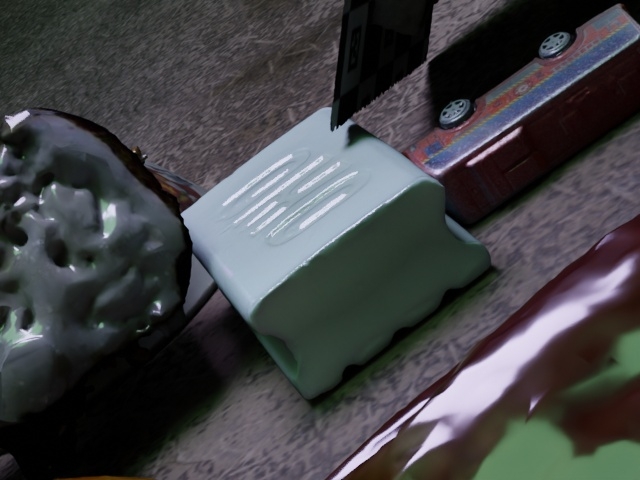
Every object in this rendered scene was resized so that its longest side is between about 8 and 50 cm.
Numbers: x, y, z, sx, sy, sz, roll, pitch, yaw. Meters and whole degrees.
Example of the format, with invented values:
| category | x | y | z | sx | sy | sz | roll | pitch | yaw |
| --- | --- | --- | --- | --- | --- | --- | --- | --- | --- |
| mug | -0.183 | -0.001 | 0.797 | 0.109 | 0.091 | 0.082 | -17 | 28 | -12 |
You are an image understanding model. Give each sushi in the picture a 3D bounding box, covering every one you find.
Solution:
| category | x | y | z | sx | sy | sz | roll | pitch | yaw |
| --- | --- | --- | --- | --- | --- | --- | --- | --- | --- |
| sushi | -0.243 | 0.069 | 1.447 | 0.348 | 0.234 | 0.207 | -33 | 0 | -8 |
| sushi | 0.097 | -0.275 | 1.527 | 0.064 | 0.343 | 0.359 | 10 | 15 | 11 |

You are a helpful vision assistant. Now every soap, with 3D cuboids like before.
| category | x | y | z | sx | sy | sz | roll | pitch | yaw |
| --- | --- | --- | --- | --- | --- | --- | --- | --- | --- |
| soap | 0.000 | 0.000 | 1.422 | 0.160 | 0.087 | 0.265 | -37 | 20 | -3 |

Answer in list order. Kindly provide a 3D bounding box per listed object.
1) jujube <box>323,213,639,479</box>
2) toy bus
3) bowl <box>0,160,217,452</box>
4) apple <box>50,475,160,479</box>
| category | x | y | z | sx | sy | sz | roll | pitch | yaw |
| --- | --- | --- | --- | --- | --- | --- | --- | --- | --- |
| jujube | 0.134 | 0.137 | 0.663 | 0.377 | 0.276 | 0.276 | -40 | 20 | -15 |
| toy bus | 0.153 | -0.088 | 1.408 | 0.192 | 0.065 | 0.077 | -35 | 27 | 3 |
| bowl | -0.243 | 0.017 | 1.681 | 0.337 | 0.157 | 0.337 | -30 | 21 | 13 |
| apple | -0.176 | 0.237 | 1.129 | 0.346 | 0.254 | 0.179 | -29 | 63 | 22 |
